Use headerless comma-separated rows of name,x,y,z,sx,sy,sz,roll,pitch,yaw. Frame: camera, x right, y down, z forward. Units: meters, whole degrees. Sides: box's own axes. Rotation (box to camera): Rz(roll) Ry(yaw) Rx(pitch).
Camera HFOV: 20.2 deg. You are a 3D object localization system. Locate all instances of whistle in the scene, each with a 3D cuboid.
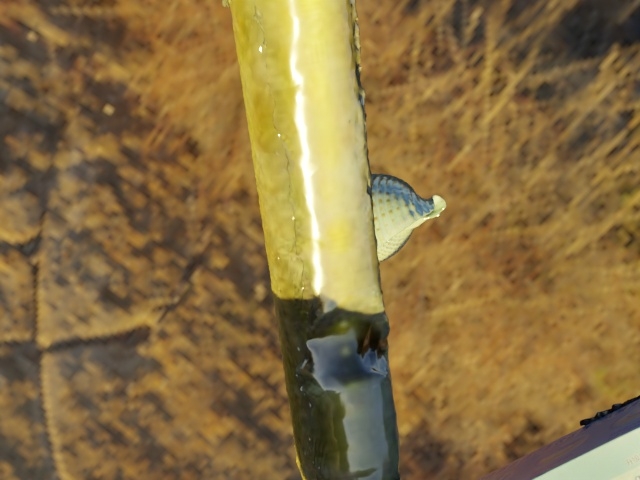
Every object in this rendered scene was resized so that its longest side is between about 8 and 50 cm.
whistle,-0.001,0.000,0.867,0.057,0.326,0.068,-18,23,-22

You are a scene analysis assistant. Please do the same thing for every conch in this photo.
conch,0.036,-0.016,1.181,0.056,0.085,0.076,47,38,2

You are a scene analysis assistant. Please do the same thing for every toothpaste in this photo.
toothpaste,0.095,0.157,0.964,0.053,0.272,0.066,57,28,-4
